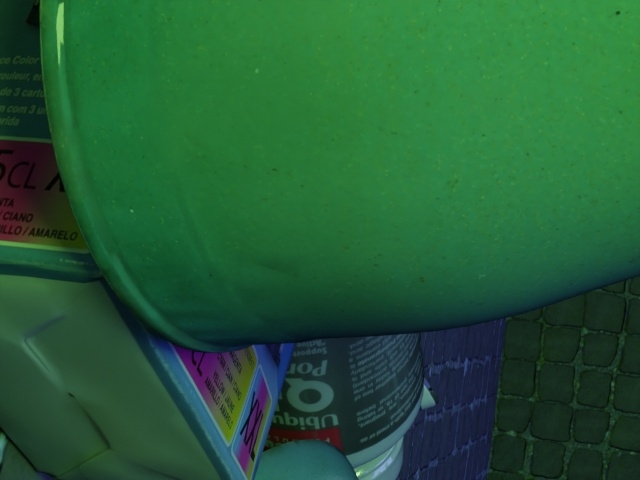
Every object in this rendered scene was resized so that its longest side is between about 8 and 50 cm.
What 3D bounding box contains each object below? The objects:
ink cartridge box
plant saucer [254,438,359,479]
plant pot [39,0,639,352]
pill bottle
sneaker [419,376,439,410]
[{"bbox_3d":[-0.083,-0.082,0.759,0.270,0.151,0.395,73,27,-55],"label":"ink cartridge box"},{"bbox_3d":[-0.061,0.294,0.934,0.317,0.044,0.317,-36,141,-35],"label":"plant saucer"},{"bbox_3d":[0.065,-0.084,0.557,0.272,0.255,0.271,-1,90,-65],"label":"plant pot"},{"bbox_3d":[-0.007,0.073,1.024,0.176,0.176,0.318,-67,157,-44],"label":"pill bottle"},{"bbox_3d":[0.036,0.172,1.400,0.107,0.124,0.283,55,-7,6],"label":"sneaker"}]
